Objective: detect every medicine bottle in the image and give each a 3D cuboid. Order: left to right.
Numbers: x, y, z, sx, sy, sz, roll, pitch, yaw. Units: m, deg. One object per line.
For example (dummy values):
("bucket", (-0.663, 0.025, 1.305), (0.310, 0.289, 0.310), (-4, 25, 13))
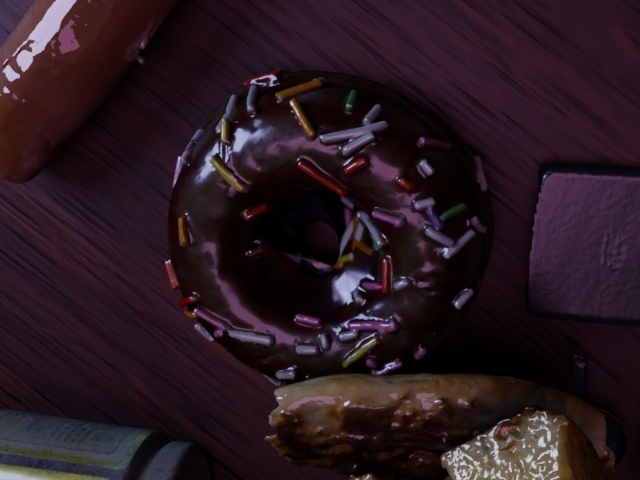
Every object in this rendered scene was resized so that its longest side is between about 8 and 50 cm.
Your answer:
("medicine bottle", (-0.273, 0.234, 0.750), (0.323, 0.151, 0.151), (5, 109, 11))

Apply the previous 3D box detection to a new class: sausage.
("sausage", (-0.145, -0.200, 0.609), (0.419, 0.094, 0.094), (-46, 55, 22))

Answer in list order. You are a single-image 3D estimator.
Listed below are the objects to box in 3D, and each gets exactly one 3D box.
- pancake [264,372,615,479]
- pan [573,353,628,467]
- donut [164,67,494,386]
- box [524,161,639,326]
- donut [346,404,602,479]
("pancake", (0.094, 0.181, 0.667), (0.266, 0.057, 0.244), (1, 139, 3))
("pan", (0.214, 0.140, 0.674), (0.068, 0.023, 0.115), (-2, 111, 15))
("donut", (0.000, 0.000, 0.637), (0.270, 0.103, 0.269), (4, 110, 10))
("box", (0.223, 0.005, 0.629), (0.125, 0.027, 0.126), (5, 108, 9))
("donut", (0.107, 0.212, 0.593), (0.152, 0.101, 0.259), (30, 131, -35))
